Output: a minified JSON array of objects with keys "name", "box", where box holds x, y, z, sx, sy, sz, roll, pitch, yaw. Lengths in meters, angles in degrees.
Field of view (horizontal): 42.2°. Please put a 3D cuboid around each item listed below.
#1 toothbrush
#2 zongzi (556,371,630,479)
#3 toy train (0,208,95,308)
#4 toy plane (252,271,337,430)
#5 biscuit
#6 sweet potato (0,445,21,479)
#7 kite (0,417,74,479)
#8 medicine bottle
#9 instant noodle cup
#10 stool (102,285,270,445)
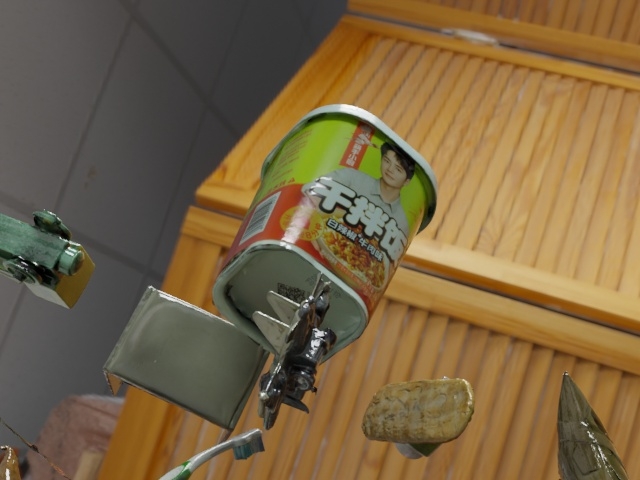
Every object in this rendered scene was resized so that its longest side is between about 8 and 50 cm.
[{"name":"toothbrush","box":[-0.224,0.351,1.197,0.417,0.042,0.040,-12,-91,-52]},{"name":"zongzi","box":[0.357,0.281,1.067,0.189,0.081,0.178,-105,2,-76]},{"name":"toy train","box":[-0.690,0.011,1.820,0.253,0.396,0.160,93,-161,-67]},{"name":"toy plane","box":[-0.033,0.157,0.980,0.192,0.088,0.262,-58,-20,-44]},{"name":"biscuit","box":[0.161,0.289,1.409,0.029,0.247,0.118,45,-125,-25]},{"name":"sweet potato","box":[-0.359,0.341,0.958,0.060,0.068,0.206,10,-114,-49]},{"name":"kite","box":[-0.358,0.358,1.225,0.016,0.321,0.234,-49,4,-21]},{"name":"medicine bottle","box":[0.248,0.416,1.886,0.188,0.088,0.132,-56,-3,40]},{"name":"instant noodle cup","box":[0.000,0.000,1.226,0.308,0.293,0.294,-62,-19,-46]},{"name":"stool","box":[-0.243,0.239,1.514,0.170,0.243,0.270,-64,0,-24]}]
